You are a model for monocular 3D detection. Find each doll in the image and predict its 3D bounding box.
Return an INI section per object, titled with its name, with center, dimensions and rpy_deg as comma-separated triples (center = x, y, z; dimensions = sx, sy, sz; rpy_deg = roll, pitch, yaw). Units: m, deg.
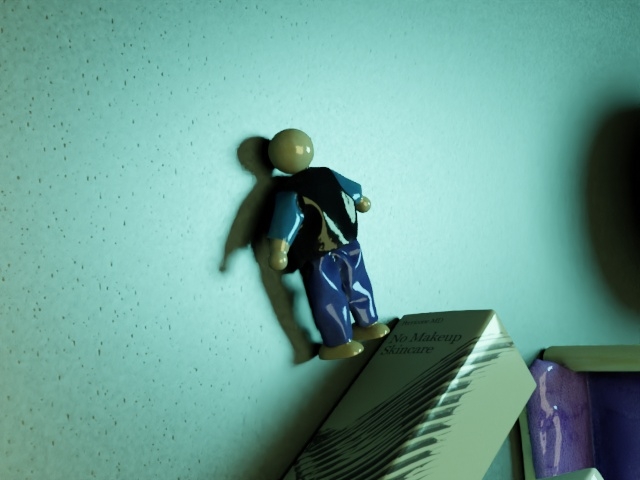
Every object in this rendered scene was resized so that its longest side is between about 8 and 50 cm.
[doll]
center = 0.000, 0.000, 0.830
dimensions = 0.129, 0.046, 0.189
rpy_deg = -27, 105, -45

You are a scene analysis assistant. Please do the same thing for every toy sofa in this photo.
[toy sofa]
center = 0.317, 0.287, 1.048
dimensions = 0.177, 0.150, 0.363
rpy_deg = 1, 85, -47

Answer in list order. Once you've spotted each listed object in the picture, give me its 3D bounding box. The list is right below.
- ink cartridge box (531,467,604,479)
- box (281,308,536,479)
[ink cartridge box]
center = 0.217, 0.435, 0.838
dimensions = 0.285, 0.166, 0.395
rpy_deg = -38, 94, -42
[box]
center = 0.061, 0.178, 0.828
dimensions = 0.275, 0.113, 0.094
rpy_deg = -50, 119, -38
